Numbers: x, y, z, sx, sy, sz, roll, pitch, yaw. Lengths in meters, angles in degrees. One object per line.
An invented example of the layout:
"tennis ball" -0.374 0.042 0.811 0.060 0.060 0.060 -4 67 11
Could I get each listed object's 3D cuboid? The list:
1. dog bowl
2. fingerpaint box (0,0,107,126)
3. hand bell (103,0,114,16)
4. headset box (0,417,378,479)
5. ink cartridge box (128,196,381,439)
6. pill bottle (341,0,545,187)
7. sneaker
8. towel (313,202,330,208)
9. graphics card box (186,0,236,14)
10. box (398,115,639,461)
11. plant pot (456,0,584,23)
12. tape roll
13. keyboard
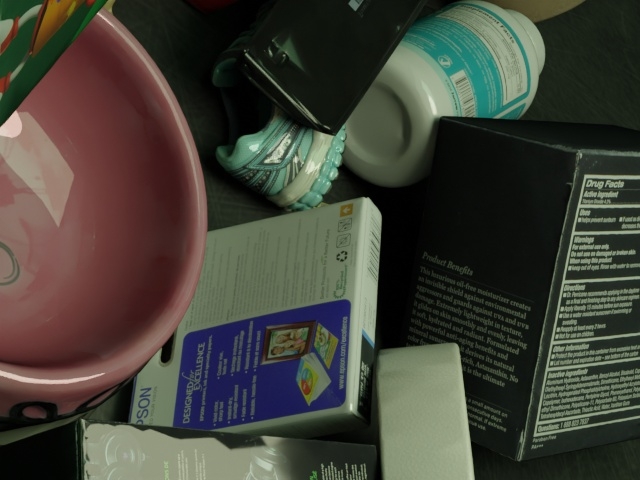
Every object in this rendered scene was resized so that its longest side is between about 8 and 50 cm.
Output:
"dog bowl" -0.259 -0.035 1.168 0.408 0.150 0.408 18 62 -38
"fingerpaint box" -0.325 -0.318 1.073 0.445 0.163 0.371 26 50 4
"hand bell" -0.181 -0.173 1.352 0.126 0.126 0.242 -49 121 -43
"headset box" -0.139 0.219 1.110 0.283 0.246 0.131 12 66 -42
"ink cartridge box" -0.053 0.074 1.286 0.045 0.208 0.206 51 35 -48
"pill bottle" 0.129 -0.162 1.598 0.264 0.146 0.146 -31 96 -47
"sneaker" -0.036 -0.173 1.472 0.122 0.110 0.283 21 60 -34
"towel" 0.000 0.000 1.505 0.060 0.009 0.083 20 60 -39
"graphics card box" -0.111 -0.435 1.470 0.233 0.094 0.371 34 62 -31
"box" 0.247 0.036 1.530 0.296 0.183 0.294 -1 106 -45
"plant pot" 0.210 -0.367 1.712 0.263 0.263 0.229 -43 122 -45
"tape roll" 0.099 0.279 1.274 0.392 0.072 0.392 -6 90 -86
"keyboard" 0.008 -0.261 1.456 0.201 0.033 0.317 45 55 -19
